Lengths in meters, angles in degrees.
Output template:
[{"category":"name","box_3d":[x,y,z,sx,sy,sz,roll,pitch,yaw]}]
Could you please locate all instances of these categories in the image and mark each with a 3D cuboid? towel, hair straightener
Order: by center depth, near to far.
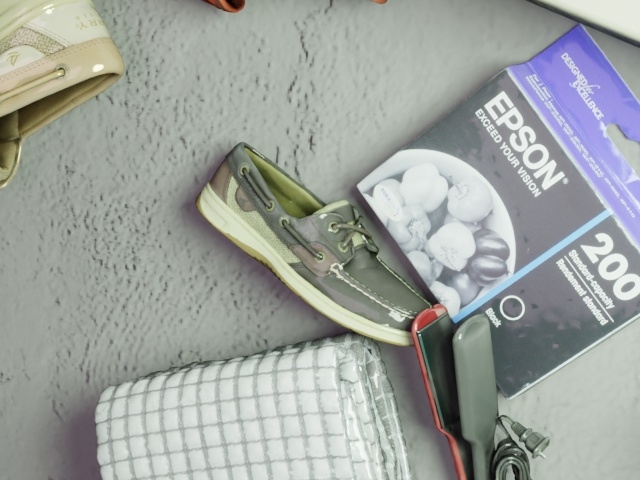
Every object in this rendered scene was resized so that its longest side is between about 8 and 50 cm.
[{"category":"hair straightener","box_3d":[0.127,0.161,0.863,0.089,0.047,0.230,8,114,47]},{"category":"towel","box_3d":[-0.039,0.230,0.934,0.235,0.121,0.283,-13,90,21]}]

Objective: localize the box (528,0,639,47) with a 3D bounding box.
[{"category":"box","box_3d":[0.211,-0.196,0.766,0.311,0.148,0.121,27,105,16]}]

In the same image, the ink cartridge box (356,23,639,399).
[{"category":"ink cartridge box","box_3d":[0.166,-0.020,0.859,0.208,0.045,0.206,-38,81,20]}]

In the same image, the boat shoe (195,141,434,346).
[{"category":"boat shoe","box_3d":[0.000,0.000,0.909,0.223,0.080,0.073,34,113,20]}]

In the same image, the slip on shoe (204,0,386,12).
[{"category":"slip on shoe","box_3d":[-0.090,-0.230,0.903,0.331,0.123,0.101,4,102,17]}]

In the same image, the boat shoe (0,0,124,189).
[{"category":"boat shoe","box_3d":[-0.320,-0.093,1.006,0.341,0.121,0.110,-34,82,21]}]
